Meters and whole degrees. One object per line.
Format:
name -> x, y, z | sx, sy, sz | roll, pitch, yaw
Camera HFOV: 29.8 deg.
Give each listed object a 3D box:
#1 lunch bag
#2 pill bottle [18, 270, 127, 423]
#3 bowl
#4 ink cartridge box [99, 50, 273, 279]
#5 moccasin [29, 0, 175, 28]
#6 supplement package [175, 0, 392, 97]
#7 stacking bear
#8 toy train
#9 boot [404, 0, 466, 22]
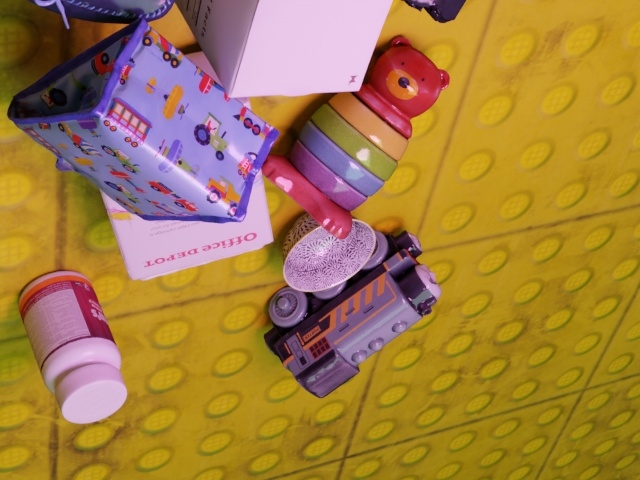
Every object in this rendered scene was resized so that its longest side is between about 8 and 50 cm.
lunch bag -> -0.236, -0.112, 1.439 | 0.221, 0.138, 0.293 | 38, 149, -31
pill bottle -> -0.375, 0.162, 1.831 | 0.121, 0.221, 0.121 | -19, 142, -15
bowl -> 0.000, 0.000, 2.017 | 0.170, 0.080, 0.170 | -19, 143, -15
ink cartridge box -> -0.202, -0.104, 1.697 | 0.226, 0.131, 0.306 | -14, 143, -7
moccasin -> -0.315, -0.313, 1.279 | 0.342, 0.117, 0.138 | 16, 94, -14
supplement package -> -0.063, -0.326, 1.412 | 0.177, 0.293, 0.175 | -7, 138, -29
stacking bear -> 0.067, -0.167, 1.810 | 0.289, 0.175, 0.164 | -49, 175, 8
toy train -> 0.056, 0.126, 2.111 | 0.334, 0.190, 0.142 | -36, 144, 8
boot -> 0.225, -0.402, 1.684 | 0.246, 0.094, 0.207 | 10, 125, -33
